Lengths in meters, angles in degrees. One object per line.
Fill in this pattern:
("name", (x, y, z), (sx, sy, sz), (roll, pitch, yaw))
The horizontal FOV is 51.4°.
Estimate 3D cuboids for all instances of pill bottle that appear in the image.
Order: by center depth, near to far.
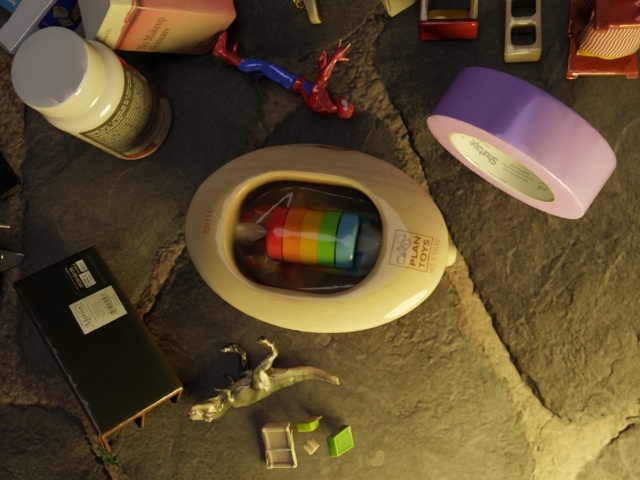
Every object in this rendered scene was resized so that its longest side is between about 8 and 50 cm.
("pill bottle", (-0.390, -0.252, 1.163), (0.161, 0.283, 0.161), (-1, 82, 11))

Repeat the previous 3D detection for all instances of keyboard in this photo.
("keyboard", (-0.694, -0.150, 1.350), (0.100, 0.038, 0.192), (-35, 75, -19))

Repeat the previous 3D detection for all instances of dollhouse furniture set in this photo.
("dollhouse furniture set", (0.343, -0.363, 1.069), (0.373, 0.201, 0.152), (1, 83, 11))
("dollhouse furniture set", (-0.025, 0.344, 1.144), (0.151, 0.058, 0.076), (-13, 87, 29))

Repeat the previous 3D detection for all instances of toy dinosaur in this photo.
("toy dinosaur", (-0.111, 0.230, 1.158), (0.268, 0.064, 0.118), (-18, 94, 8))

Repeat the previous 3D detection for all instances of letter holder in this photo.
("letter holder", (-0.394, 0.202, 1.189), (0.152, 0.214, 0.302), (-29, 75, -26))

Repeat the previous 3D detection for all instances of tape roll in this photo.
("tape roll", (0.299, -0.145, 1.011), (0.274, 0.275, 0.090), (34, 90, 14))

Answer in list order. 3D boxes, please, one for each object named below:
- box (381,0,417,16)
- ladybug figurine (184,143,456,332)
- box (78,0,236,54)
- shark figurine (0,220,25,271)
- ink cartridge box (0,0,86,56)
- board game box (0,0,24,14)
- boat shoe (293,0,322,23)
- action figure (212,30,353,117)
("box", (0.217, -0.550, 1.160), (0.311, 0.121, 0.148), (-29, 78, 7))
("ladybug figurine", (0.000, 0.000, 1.112), (0.449, 0.162, 0.305), (11, 84, 13))
("box", (-0.292, -0.423, 1.177), (0.232, 0.148, 0.127), (-8, 79, -35))
("shark figurine", (-0.622, 0.024, 1.257), (0.116, 0.278, 0.166), (1, 46, -25))
("ink cartridge box", (-0.426, -0.469, 1.254), (0.069, 0.176, 0.371), (43, 93, 18))
("board game box", (-0.542, -0.604, 1.347), (0.253, 0.079, 0.336), (35, 91, 14))
("boat shoe", (-0.031, -0.457, 1.240), (0.045, 0.050, 0.135), (-20, 69, 12))
("action figure", (-0.043, -0.322, 1.198), (0.280, 0.091, 0.139), (34, 99, 14))
